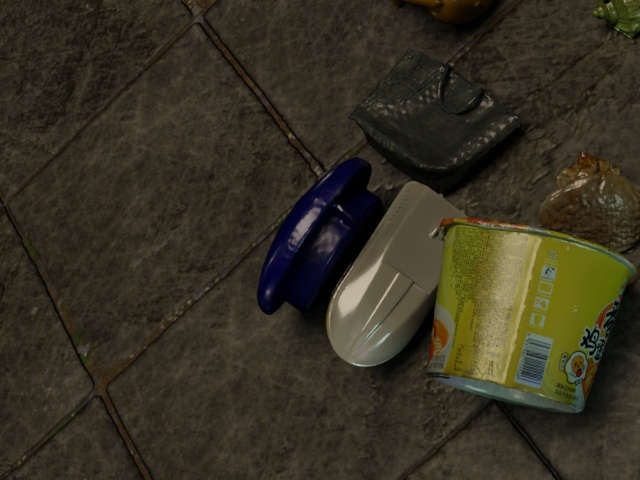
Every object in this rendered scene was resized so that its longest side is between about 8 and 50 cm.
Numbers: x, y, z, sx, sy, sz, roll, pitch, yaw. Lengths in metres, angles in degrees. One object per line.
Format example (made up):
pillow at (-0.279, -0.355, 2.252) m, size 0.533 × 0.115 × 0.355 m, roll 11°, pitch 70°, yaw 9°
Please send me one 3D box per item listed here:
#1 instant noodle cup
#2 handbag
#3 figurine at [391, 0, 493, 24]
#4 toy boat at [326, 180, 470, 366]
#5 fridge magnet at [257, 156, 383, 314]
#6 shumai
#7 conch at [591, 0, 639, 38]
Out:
instant noodle cup at (0.258, 0.102, 1.813) m, size 0.264 × 0.264 × 0.200 m, roll 7°, pitch 79°, yaw 36°
handbag at (0.166, -0.182, 2.132) m, size 0.175 × 0.088 × 0.270 m, roll -45°, pitch 49°, yaw -5°
figurine at (0.171, -0.439, 2.218) m, size 0.228 × 0.215 × 0.215 m, roll 15°, pitch 74°, yaw 54°
toy boat at (0.102, 0.052, 2.011) m, size 0.141 × 0.141 × 0.269 m, roll 34°, pitch 87°, yaw 41°
fridge magnet at (0.000, 0.000, 2.048) m, size 0.113 × 0.265 × 0.265 m, roll 35°, pitch 87°, yaw 8°
shumai at (0.368, -0.055, 1.912) m, size 0.146 × 0.145 × 0.116 m, roll -26°, pitch 32°, yaw 21°
conch at (0.449, -0.337, 2.039) m, size 0.121 × 0.074 × 0.089 m, roll -15°, pitch 89°, yaw 8°
